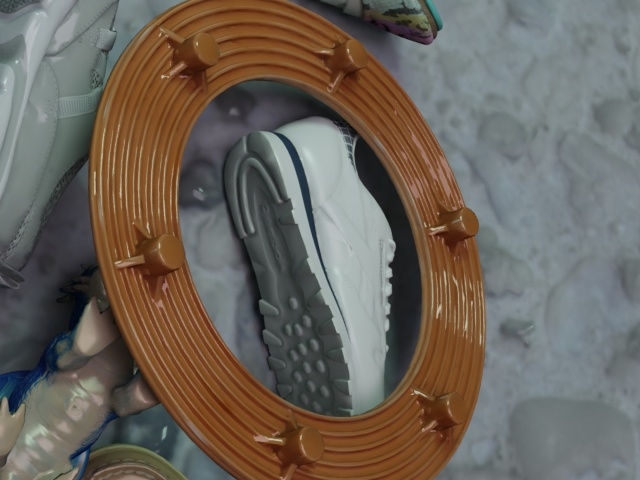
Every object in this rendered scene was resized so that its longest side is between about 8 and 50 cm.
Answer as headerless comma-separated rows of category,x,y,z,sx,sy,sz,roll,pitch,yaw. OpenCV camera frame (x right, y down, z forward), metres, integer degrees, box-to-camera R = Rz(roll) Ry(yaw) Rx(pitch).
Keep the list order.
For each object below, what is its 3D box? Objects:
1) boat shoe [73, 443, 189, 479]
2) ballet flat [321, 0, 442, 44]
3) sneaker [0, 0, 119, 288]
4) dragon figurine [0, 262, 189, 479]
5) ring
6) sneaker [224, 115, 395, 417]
boat shoe,-0.061,0.278,0.924,0.122,0.110,0.341,-26,86,-16
ballet flat,0.000,-0.220,1.057,0.079,0.077,0.221,-29,96,-9
sneaker,-0.178,-0.103,0.946,0.115,0.105,0.281,53,54,-53
dragon figurine,-0.165,0.115,0.884,0.085,0.144,0.289,41,62,-10
ring,0.000,0.000,0.949,0.337,0.032,0.336,23,57,-41
sneaker,0.013,0.033,1.032,0.095,0.090,0.235,-14,94,-39
